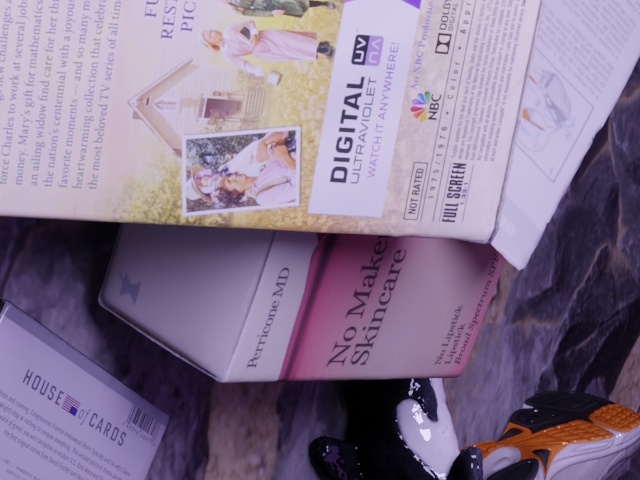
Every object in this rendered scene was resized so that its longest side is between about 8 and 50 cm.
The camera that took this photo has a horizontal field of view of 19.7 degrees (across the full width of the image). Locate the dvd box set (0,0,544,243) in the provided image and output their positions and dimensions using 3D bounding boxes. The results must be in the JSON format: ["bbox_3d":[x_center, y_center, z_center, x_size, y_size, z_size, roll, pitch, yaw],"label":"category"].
[{"bbox_3d":[-0.082,-0.157,0.933,0.420,0.062,0.307,2,109,-20],"label":"dvd box set"}]

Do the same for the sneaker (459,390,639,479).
[{"bbox_3d":[0.189,0.218,1.602,0.262,0.099,0.121,-21,121,-42],"label":"sneaker"}]

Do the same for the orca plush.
[{"bbox_3d":[0.047,0.145,1.375,0.102,0.151,0.287,-8,109,-21],"label":"orca plush"}]

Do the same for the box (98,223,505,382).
[{"bbox_3d":[0.000,0.000,1.172,0.232,0.127,0.148,2,111,-48],"label":"box"}]

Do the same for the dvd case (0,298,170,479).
[{"bbox_3d":[-0.191,0.178,1.112,0.179,0.030,0.238,44,61,-48],"label":"dvd case"}]

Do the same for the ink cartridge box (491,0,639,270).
[{"bbox_3d":[0.081,-0.203,1.227,0.308,0.091,0.385,43,54,-18],"label":"ink cartridge box"}]
